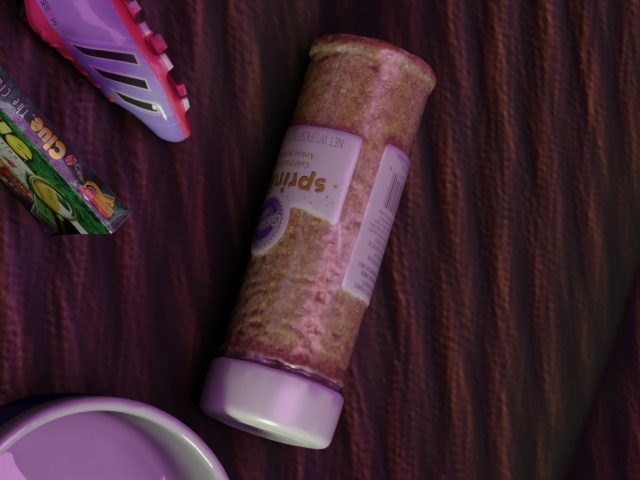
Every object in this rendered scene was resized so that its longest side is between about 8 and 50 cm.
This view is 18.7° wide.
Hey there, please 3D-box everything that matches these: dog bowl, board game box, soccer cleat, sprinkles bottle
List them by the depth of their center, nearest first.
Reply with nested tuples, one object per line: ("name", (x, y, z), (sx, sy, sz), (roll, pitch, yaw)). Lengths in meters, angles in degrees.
("board game box", (-0.268, -0.105, 1.554), (0.260, 0.136, 0.030), (49, 65, -19))
("dog bowl", (-0.201, 0.258, 1.602), (0.265, 0.104, 0.265), (0, 89, -30))
("soccer cleat", (-0.197, -0.179, 1.641), (0.095, 0.083, 0.248), (-31, 111, 3))
("sprinkles bottle", (0.000, 0.000, 1.716), (0.121, 0.121, 0.355), (23, 77, -28))
